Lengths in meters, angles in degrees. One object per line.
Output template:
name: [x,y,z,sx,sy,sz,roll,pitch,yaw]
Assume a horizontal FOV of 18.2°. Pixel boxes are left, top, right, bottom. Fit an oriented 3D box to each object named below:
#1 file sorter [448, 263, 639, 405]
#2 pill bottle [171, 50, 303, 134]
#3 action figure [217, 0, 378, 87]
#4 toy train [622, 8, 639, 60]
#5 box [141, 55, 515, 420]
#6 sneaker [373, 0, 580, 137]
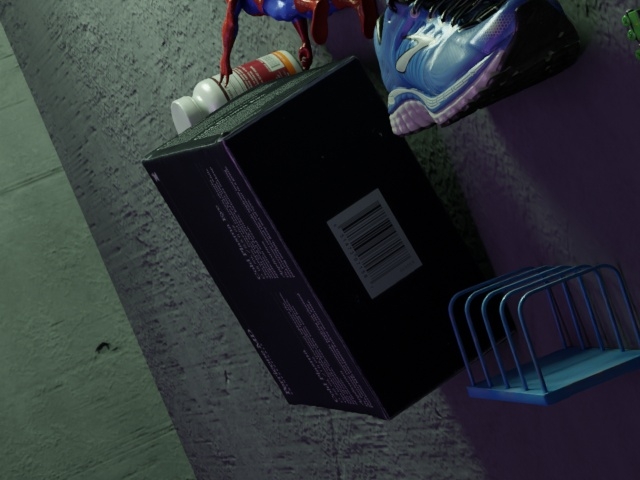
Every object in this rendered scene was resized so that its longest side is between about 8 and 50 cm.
file sorter: [0.210,0.084,1.872,0.170,0.118,0.104,-6,103,70]
pill bottle: [-0.094,-0.160,2.340,0.086,0.152,0.086,53,157,34]
action figure: [-0.037,-0.223,2.191,0.280,0.091,0.139,-148,55,-59]
toy train: [0.267,-0.149,1.602,0.024,0.017,0.083,-17,96,60]
box: [0.000,0.000,2.161,0.343,0.179,0.312,60,161,-10]
sneaker: [0.117,-0.185,1.789,0.147,0.130,0.330,66,161,-5]
